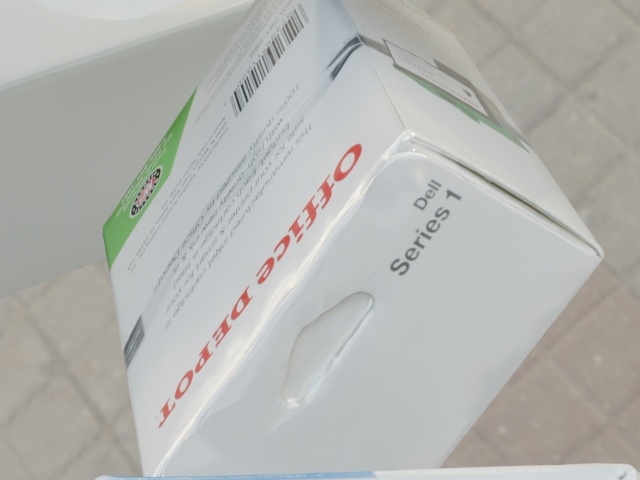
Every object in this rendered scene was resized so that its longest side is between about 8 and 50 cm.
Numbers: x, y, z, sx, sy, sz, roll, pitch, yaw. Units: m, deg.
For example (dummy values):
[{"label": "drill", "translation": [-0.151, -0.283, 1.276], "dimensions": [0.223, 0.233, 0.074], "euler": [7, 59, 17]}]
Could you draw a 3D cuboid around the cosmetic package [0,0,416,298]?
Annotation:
[{"label": "cosmetic package", "translation": [-0.147, -0.098, 1.076], "dimensions": [0.385, 0.217, 0.156], "euler": [-20, 63, -28]}]

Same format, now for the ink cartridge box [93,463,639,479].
[{"label": "ink cartridge box", "translation": [0.038, 0.102, 0.383], "dimensions": [0.104, 0.181, 0.061], "euler": [-4, 63, 25]}]

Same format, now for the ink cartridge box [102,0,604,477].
[{"label": "ink cartridge box", "translation": [0.000, 0.000, 0.727], "dimensions": [0.160, 0.092, 0.219], "euler": [-54, 23, 16]}]
